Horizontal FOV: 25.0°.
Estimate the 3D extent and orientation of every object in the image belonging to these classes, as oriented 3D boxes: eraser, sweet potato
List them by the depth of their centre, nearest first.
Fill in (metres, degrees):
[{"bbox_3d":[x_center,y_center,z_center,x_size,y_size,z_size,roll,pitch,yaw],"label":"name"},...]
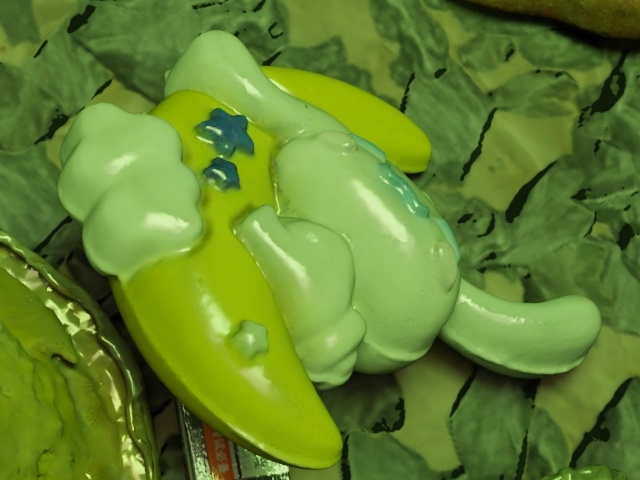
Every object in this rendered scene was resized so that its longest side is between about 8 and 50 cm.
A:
[{"bbox_3d":[-0.047,0.097,0.745,0.052,0.029,0.122,-7,75,-11],"label":"eraser"},{"bbox_3d":[0.163,-0.141,0.828,0.195,0.056,0.056,6,73,-1],"label":"sweet potato"}]

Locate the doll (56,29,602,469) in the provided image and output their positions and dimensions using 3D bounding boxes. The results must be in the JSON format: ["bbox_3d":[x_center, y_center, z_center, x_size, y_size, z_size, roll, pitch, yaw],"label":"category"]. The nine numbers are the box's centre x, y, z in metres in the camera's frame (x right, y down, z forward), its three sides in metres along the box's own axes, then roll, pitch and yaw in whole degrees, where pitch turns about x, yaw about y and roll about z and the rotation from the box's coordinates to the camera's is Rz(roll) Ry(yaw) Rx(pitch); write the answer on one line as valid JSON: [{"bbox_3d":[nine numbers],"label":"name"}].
[{"bbox_3d":[0.000,0.000,0.724,0.252,0.111,0.237,48,41,14],"label":"doll"}]

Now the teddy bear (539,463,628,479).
[{"bbox_3d":[0.103,0.238,0.658,0.256,0.156,0.267,-46,123,-15],"label":"teddy bear"}]

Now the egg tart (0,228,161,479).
[{"bbox_3d":[-0.246,0.121,0.666,0.345,0.132,0.345,1,76,-5],"label":"egg tart"}]
